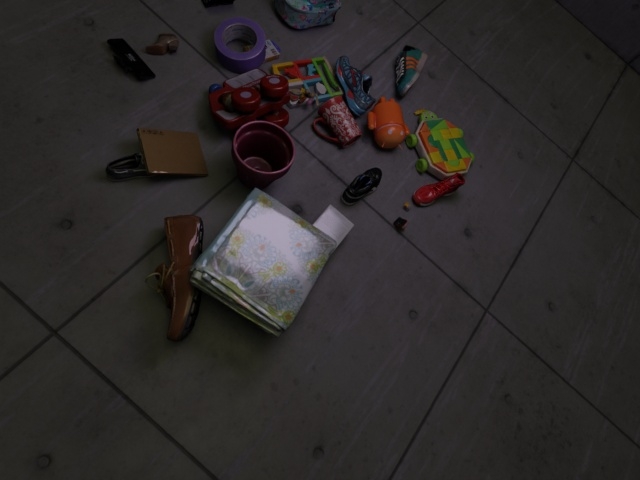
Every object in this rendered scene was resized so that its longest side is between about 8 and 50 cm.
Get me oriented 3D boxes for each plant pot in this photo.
[{"bbox_3d":[-0.203,-0.266,1.433,0.202,0.180,0.201,7,67,-17],"label":"plant pot"}]

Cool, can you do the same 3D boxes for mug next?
[{"bbox_3d":[0.067,-0.443,1.656,0.169,0.150,0.113,57,27,4],"label":"mug"}]

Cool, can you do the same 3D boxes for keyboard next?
[{"bbox_3d":[-0.678,-0.629,1.506,0.192,0.038,0.100,48,39,5],"label":"keyboard"}]

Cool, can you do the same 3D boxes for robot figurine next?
[{"bbox_3d":[0.270,-0.461,1.703,0.158,0.128,0.219,28,52,-56],"label":"robot figurine"}]

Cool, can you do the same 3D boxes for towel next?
[{"bbox_3d":[-0.161,0.055,1.272,0.321,0.090,0.374,36,57,-8],"label":"towel"}]

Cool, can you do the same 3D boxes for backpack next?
[{"bbox_3d":[-0.058,-1.010,1.784,0.254,0.191,0.225,-28,81,-21],"label":"backpack"}]

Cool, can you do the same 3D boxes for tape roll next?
[{"bbox_3d":[-0.302,-0.739,1.622,0.189,0.080,0.188,2,76,-7],"label":"tape roll"}]

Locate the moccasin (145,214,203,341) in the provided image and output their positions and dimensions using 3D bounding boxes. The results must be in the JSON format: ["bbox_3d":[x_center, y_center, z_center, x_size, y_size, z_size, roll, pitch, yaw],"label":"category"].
[{"bbox_3d":[-0.419,0.100,1.240,0.147,0.139,0.379,0,72,-12],"label":"moccasin"}]

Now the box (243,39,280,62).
[{"bbox_3d":[-0.227,-0.748,1.704,0.136,0.028,0.081,-29,80,-28],"label":"box"}]

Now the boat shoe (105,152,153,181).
[{"bbox_3d":[-0.573,-0.243,1.362,0.206,0.065,0.075,-22,77,-25],"label":"boat shoe"}]

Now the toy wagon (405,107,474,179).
[{"bbox_3d":[0.489,-0.417,1.794,0.267,0.068,0.344,-12,74,-23],"label":"toy wagon"}]

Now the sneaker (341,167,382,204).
[{"bbox_3d":[0.176,-0.218,1.577,0.079,0.121,0.217,46,62,2],"label":"sneaker"}]

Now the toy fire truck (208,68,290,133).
[{"bbox_3d":[-0.264,-0.505,1.536,0.302,0.169,0.254,-36,61,-27],"label":"toy fire truck"}]

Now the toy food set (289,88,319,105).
[{"bbox_3d":[-0.064,-0.553,1.650,0.122,0.019,0.077,-1,70,-19],"label":"toy food set"}]

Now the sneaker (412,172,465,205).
[{"bbox_3d":[0.469,-0.214,1.672,0.221,0.128,0.087,-25,78,-27],"label":"sneaker"}]

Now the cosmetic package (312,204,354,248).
[{"bbox_3d":[0.000,0.000,1.453,0.117,0.085,0.231,41,65,-1],"label":"cosmetic package"}]

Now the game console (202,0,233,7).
[{"bbox_3d":[-0.406,-0.976,1.707,0.122,0.071,0.107,-23,78,-26],"label":"game console"}]

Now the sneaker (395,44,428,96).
[{"bbox_3d":[0.369,-0.741,1.866,0.121,0.108,0.302,29,55,-5],"label":"sneaker"}]

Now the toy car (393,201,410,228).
[{"bbox_3d":[0.326,-0.089,1.617,0.040,0.060,0.122,49,65,-32],"label":"toy car"}]

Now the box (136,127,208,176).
[{"bbox_3d":[-0.480,-0.286,1.400,0.201,0.021,0.164,-6,71,-42],"label":"box"}]

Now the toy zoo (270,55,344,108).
[{"bbox_3d":[-0.068,-0.630,1.708,0.293,0.030,0.192,-19,77,-25],"label":"toy zoo"}]

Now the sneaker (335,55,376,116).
[{"bbox_3d":[0.152,-0.636,1.723,0.104,0.125,0.261,-5,73,-59],"label":"sneaker"}]

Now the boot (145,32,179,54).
[{"bbox_3d":[-0.579,-0.724,1.569,0.119,0.042,0.086,-6,65,-22],"label":"boot"}]
